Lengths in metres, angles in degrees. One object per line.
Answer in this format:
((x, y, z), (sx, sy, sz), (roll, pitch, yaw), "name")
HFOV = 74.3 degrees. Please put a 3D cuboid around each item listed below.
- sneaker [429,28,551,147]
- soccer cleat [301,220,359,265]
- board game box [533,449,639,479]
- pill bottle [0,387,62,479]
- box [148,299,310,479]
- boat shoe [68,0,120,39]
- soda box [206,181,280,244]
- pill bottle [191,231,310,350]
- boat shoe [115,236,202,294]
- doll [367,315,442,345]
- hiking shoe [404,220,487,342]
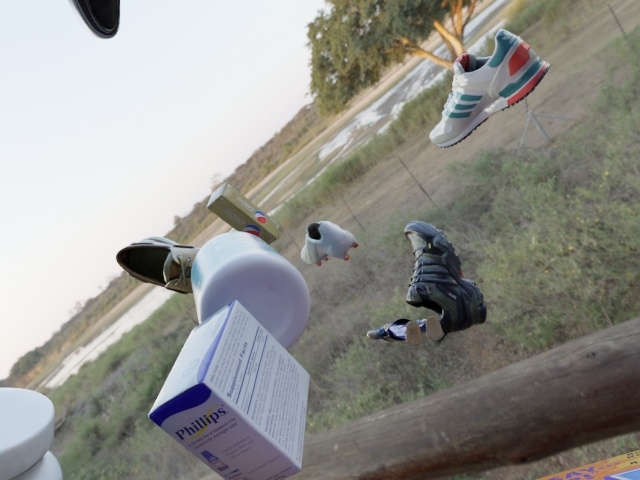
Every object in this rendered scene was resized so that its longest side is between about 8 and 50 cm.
((0.170, -0.170, 0.478), (0.057, 0.075, 0.161), (-51, 9, -27), "sneaker")
((0.000, 0.000, 0.746), (0.068, 0.076, 0.196), (-54, 13, -17), "soccer cleat")
((0.172, 0.293, 0.120), (0.356, 0.357, 0.357), (-14, -24, -4), "board game box")
((-0.461, 0.401, 0.547), (0.210, 0.210, 0.363), (-142, 60, -76), "pill bottle")
((-0.082, 0.157, 0.435), (0.072, 0.137, 0.126), (-34, 19, 17), "box")
((-0.331, -0.424, 0.625), (0.076, 0.229, 0.080), (20, 27, 34), "boat shoe")
((-0.189, -0.059, 1.050), (0.061, 0.181, 0.058), (-33, 32, 29), "soda box")
((-0.120, 0.067, 0.645), (0.146, 0.146, 0.264), (-43, 21, -8), "pill bottle")
((-0.293, 0.066, 0.917), (0.323, 0.123, 0.120), (7, 4, 14), "boat shoe")
((0.150, 0.169, 0.788), (0.129, 0.046, 0.189), (-10, -11, -11), "doll")
((0.196, 0.065, 0.763), (0.114, 0.227, 0.086), (-24, -29, -5), "hiking shoe")
